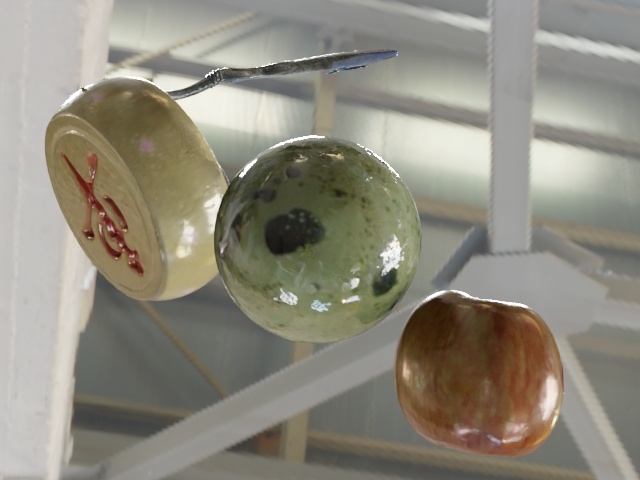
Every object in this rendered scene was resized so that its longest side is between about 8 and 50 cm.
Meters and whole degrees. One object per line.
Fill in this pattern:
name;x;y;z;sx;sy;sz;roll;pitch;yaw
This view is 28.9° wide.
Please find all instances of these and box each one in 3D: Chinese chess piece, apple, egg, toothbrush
Chinese chess piece;-0.198;-0.053;1.342;0.097;0.251;0.251;-31;-118;-31
apple;0.134;0.111;1.054;0.146;0.131;0.146;7;-178;0
egg;0.000;0.000;1.076;0.177;0.228;0.177;0;-92;7
toothbrush;-0.089;-0.223;1.664;0.413;0.042;0.035;-10;-167;-16
